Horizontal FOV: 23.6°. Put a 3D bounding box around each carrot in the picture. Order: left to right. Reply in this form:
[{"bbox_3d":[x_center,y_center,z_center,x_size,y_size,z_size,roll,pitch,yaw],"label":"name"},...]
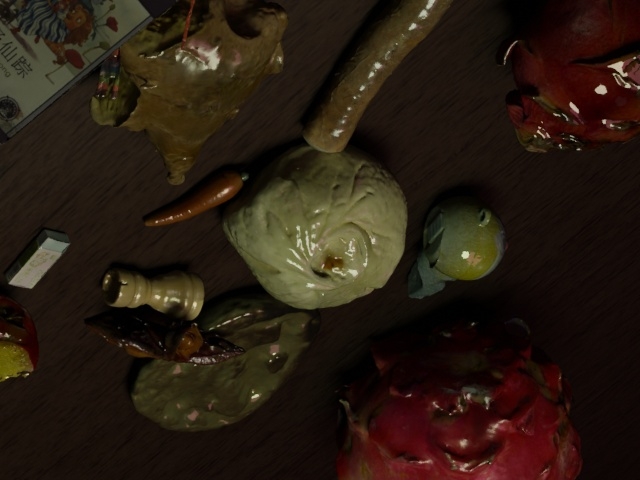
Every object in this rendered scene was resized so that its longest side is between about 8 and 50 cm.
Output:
[{"bbox_3d":[-0.148,-0.048,1.855,0.142,0.035,0.035,-28,147,5],"label":"carrot"}]

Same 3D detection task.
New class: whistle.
[{"bbox_3d":[0.188,0.018,2.136,0.122,0.123,0.223,-9,154,-30],"label":"whistle"}]

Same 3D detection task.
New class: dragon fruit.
[{"bbox_3d":[0.193,0.268,2.272,0.386,0.371,0.249,7,145,16],"label":"dragon fruit"},{"bbox_3d":[0.359,-0.240,1.827,0.250,0.250,0.315,11,143,-46],"label":"dragon fruit"}]

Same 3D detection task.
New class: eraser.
[{"bbox_3d":[-0.335,0.022,1.811,0.083,0.019,0.038,-46,142,22],"label":"eraser"}]

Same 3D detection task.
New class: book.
[{"bbox_3d":[-0.270,-0.217,1.447,0.231,0.026,0.157,-37,102,11],"label":"book"}]

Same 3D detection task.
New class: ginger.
[{"bbox_3d":[-0.139,-0.171,1.624,0.218,0.123,0.270,-17,155,-18],"label":"ginger"}]

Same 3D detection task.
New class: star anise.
[{"bbox_3d":[-0.197,0.127,1.947,0.212,0.054,0.157,10,172,-4],"label":"star anise"}]

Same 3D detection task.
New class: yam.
[{"bbox_3d":[0.070,-0.216,1.775,0.066,0.066,0.300,4,135,-41],"label":"yam"}]

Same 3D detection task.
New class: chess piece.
[{"bbox_3d":[-0.213,0.064,1.928,0.122,0.066,0.066,10,130,-36],"label":"chess piece"}]

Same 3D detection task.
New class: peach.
[{"bbox_3d":[-0.419,0.123,1.817,0.172,0.092,0.127,-28,144,18],"label":"peach"}]

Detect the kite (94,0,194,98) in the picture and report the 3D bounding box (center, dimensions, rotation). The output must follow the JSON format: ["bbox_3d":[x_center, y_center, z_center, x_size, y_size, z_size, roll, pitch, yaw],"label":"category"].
[{"bbox_3d":[-0.188,-0.257,1.466,0.198,0.006,0.244,14,99,-13],"label":"kite"}]

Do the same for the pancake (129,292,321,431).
[{"bbox_3d":[-0.130,0.168,2.139,0.294,0.049,0.294,-20,148,-13],"label":"pancake"}]

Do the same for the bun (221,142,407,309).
[{"bbox_3d":[0.000,0.000,1.912,0.243,0.153,0.244,-13,137,-13],"label":"bun"}]
